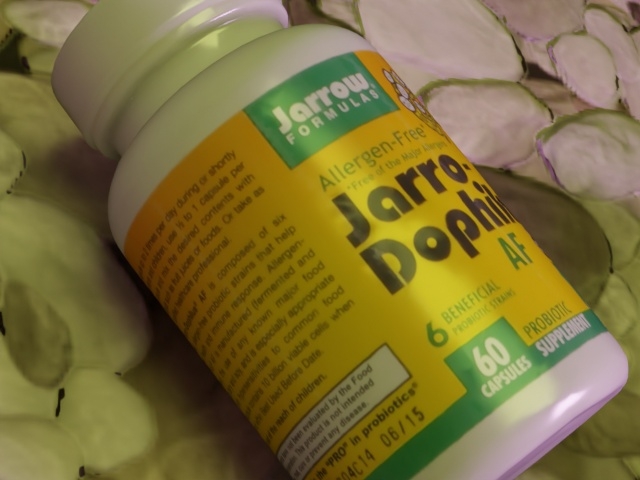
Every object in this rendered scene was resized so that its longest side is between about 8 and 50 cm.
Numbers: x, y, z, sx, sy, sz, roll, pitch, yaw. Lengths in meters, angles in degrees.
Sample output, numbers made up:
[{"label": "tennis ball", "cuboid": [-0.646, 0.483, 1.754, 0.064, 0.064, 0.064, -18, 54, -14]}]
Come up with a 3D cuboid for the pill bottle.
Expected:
[{"label": "pill bottle", "cuboid": [0.000, 0.000, 0.533, 0.117, 0.117, 0.208, -26, 72, -41]}]
